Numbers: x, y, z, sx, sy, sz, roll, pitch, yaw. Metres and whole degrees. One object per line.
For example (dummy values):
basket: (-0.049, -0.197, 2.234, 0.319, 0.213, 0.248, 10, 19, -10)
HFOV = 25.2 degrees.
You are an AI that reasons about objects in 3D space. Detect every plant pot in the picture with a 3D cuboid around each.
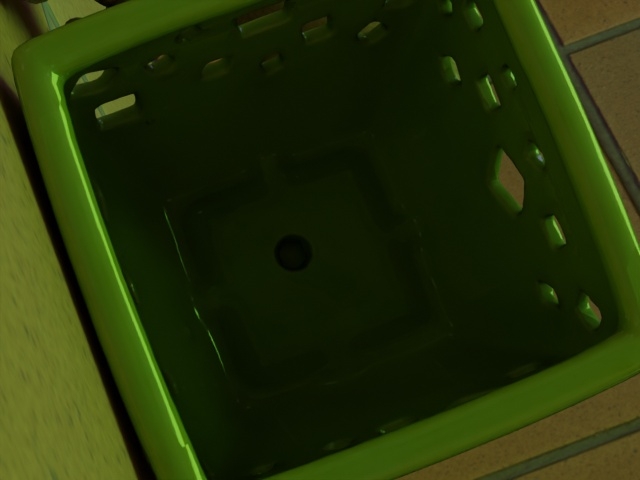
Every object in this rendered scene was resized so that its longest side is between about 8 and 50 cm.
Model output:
plant pot: (0.000, 0.000, 0.690, 0.207, 0.227, 0.228, 120, -51, -79)

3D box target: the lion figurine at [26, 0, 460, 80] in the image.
lion figurine: (-0.023, -0.131, 0.850, 0.240, 0.392, 0.142, -12, -119, 60)
